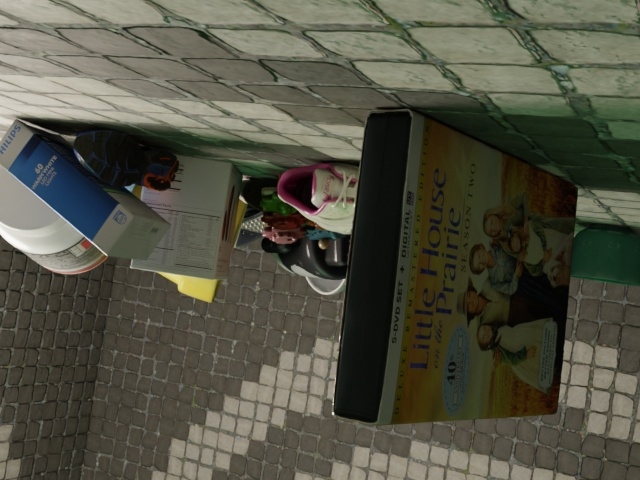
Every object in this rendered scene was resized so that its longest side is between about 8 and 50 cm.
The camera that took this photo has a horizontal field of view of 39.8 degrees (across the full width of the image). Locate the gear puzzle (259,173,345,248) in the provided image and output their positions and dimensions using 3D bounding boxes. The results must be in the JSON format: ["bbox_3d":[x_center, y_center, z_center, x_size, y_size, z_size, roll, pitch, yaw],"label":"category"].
[{"bbox_3d":[-0.020,-0.051,1.570,0.175,0.044,0.339,-1,161,-2],"label":"gear puzzle"}]

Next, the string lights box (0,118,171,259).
[{"bbox_3d":[-0.373,-0.078,1.388,0.259,0.077,0.133,37,-175,15],"label":"string lights box"}]

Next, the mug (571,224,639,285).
[{"bbox_3d":[0.515,0.025,1.617,0.129,0.097,0.157,9,178,-22],"label":"mug"}]

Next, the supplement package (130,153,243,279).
[{"bbox_3d":[-0.233,-0.038,1.581,0.149,0.203,0.194,8,178,1],"label":"supplement package"}]

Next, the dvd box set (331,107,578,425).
[{"bbox_3d":[0.175,0.048,1.006,0.062,0.308,0.420,3,174,38],"label":"dvd box set"}]

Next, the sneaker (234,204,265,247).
[{"bbox_3d":[-0.130,-0.056,2.240,0.226,0.086,0.163,-12,-165,8],"label":"sneaker"}]

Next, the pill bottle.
[{"bbox_3d":[-0.528,-0.062,1.752,0.210,0.210,0.363,9,168,-2],"label":"pill bottle"}]

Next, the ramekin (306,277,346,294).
[{"bbox_3d":[0.052,0.028,2.184,0.109,0.207,0.207,-1,-177,-37],"label":"ramekin"}]

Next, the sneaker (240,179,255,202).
[{"bbox_3d":[-0.106,-0.090,1.731,0.134,0.051,0.070,13,178,-18],"label":"sneaker"}]

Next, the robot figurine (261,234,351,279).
[{"bbox_3d":[0.002,0.002,1.959,0.209,0.174,0.278,41,161,-27],"label":"robot figurine"}]

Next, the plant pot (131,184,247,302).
[{"bbox_3d":[-0.306,-0.018,1.930,0.239,0.254,0.254,18,177,-3],"label":"plant pot"}]

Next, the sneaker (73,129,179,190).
[{"bbox_3d":[-0.317,-0.125,1.391,0.087,0.083,0.221,16,177,25],"label":"sneaker"}]

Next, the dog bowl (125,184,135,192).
[{"bbox_3d":[-0.349,-0.098,2.109,0.297,0.074,0.166,9,178,-17],"label":"dog bowl"}]

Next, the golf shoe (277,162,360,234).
[{"bbox_3d":[0.067,-0.055,1.283,0.306,0.115,0.140,5,172,41],"label":"golf shoe"}]

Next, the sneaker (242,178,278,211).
[{"bbox_3d":[-0.054,-0.075,1.684,0.188,0.066,0.071,9,177,2],"label":"sneaker"}]
